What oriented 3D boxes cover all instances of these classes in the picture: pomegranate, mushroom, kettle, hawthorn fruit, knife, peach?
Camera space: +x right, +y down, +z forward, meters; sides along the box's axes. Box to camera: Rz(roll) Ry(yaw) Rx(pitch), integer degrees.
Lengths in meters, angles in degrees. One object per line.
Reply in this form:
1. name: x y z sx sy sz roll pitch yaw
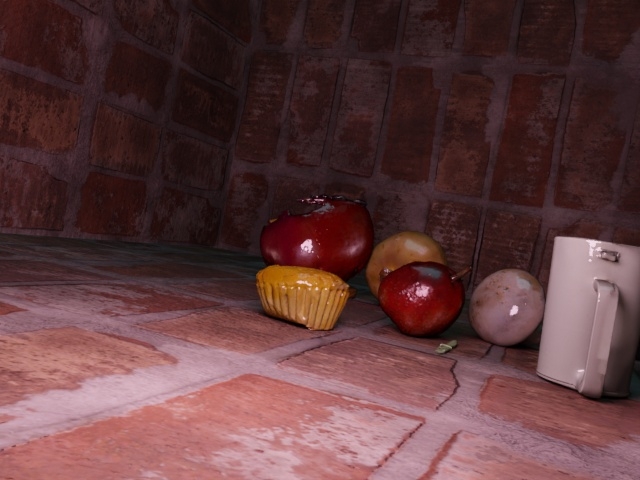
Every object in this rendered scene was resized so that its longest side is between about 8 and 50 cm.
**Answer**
1. pomegranate: 0.307 0.115 2.189 0.318 0.320 0.319 10 1 0
2. mushroom: 0.562 0.210 1.793 0.243 0.244 0.243 10 1 0
3. kettle: 0.594 0.160 1.311 0.204 0.318 0.265 10 2 -13
4. hawthorn fruit: 0.300 0.147 1.660 0.265 0.211 0.230 -29 -35 25
5. knife: 0.312 0.262 1.526 0.030 0.014 0.207 12 2 22
6. peach: 0.000 0.000 2.171 0.353 0.416 0.339 48 -25 -12

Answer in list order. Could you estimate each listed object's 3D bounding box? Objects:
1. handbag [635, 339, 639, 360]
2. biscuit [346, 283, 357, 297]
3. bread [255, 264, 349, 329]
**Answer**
1. handbag: 1.116 0.354 2.043 0.253 0.093 0.307 9 0 43
2. biscuit: -0.007 0.171 2.387 0.262 0.052 0.277 10 1 -31
3. bread: -0.048 0.135 1.540 0.239 0.139 0.240 10 1 0
